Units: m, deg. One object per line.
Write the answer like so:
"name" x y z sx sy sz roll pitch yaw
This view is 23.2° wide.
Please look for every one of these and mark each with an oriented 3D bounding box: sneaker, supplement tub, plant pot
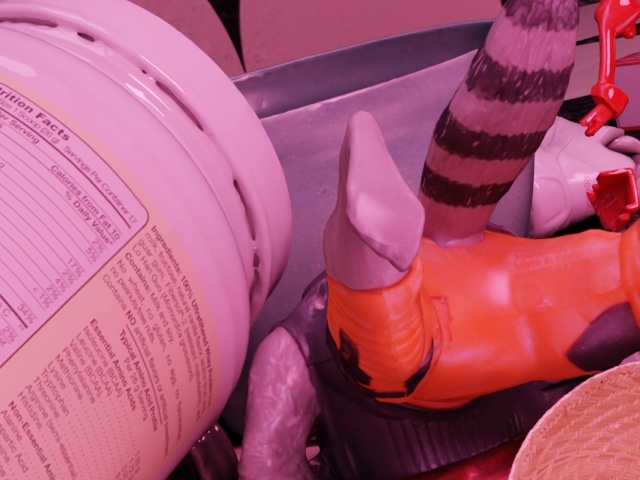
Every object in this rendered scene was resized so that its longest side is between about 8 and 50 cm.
"sneaker" 0.203 -0.061 1.272 0.115 0.090 0.232 -8 21 1
"supplement tub" -0.176 0.053 0.655 0.235 0.235 0.325 -6 30 38
"plant pot" 0.000 0.000 0.932 0.293 0.196 0.293 -15 11 3

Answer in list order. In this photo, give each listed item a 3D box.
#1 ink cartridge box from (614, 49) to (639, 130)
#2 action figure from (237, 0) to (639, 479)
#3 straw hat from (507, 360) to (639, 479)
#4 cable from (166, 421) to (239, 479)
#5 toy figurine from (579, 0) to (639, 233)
"ink cartridge box" 0.386 -0.168 1.527 0.175 0.072 0.127 -24 14 -35
"action figure" 0.094 0.024 0.677 0.341 0.178 0.330 -15 -17 -24
"straw hat" 0.131 0.115 0.542 0.144 0.144 0.061 -17 -26 -9
"cable" -0.156 0.071 0.895 0.072 0.139 0.287 -18 50 -33
"toy figurine" 0.311 -0.072 0.920 0.362 0.191 0.217 -12 -14 -4
